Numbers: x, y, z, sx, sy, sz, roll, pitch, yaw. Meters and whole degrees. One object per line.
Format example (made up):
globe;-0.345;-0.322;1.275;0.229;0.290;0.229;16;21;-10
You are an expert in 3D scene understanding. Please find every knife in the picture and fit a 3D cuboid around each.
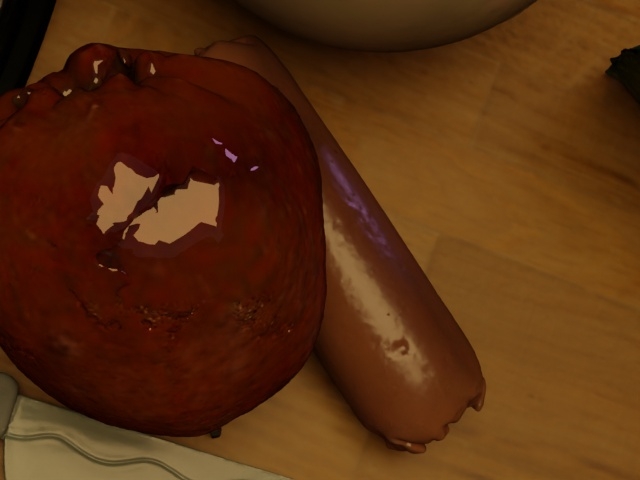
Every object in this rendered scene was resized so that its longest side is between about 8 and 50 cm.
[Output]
knife;-0.170;0.125;1.173;0.331;0.044;0.080;24;75;-8

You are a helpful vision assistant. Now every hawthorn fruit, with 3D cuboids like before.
hawthorn fruit;-0.091;0.023;1.096;0.211;0.299;0.211;-8;41;7

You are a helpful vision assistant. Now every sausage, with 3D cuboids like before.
sausage;0.001;0.000;1.197;0.086;0.086;0.289;-32;84;-13

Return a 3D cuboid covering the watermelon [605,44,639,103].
watermelon;0.337;-0.057;1.193;0.151;0.264;0.302;-42;98;0

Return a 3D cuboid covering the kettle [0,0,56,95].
kettle;-0.308;-0.191;1.107;0.308;0.203;0.262;22;118;-2

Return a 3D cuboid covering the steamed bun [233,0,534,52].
steamed bun;0.023;-0.296;1.136;0.334;0.334;0.374;-34;91;-13
